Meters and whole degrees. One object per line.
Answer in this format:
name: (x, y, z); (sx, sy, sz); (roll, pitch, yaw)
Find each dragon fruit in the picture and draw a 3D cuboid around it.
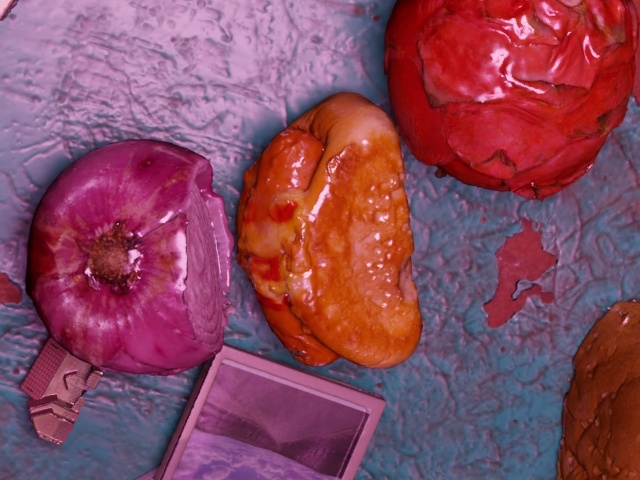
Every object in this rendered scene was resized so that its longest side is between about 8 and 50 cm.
dragon fruit: (0.170, -0.160, 1.250); (0.241, 0.252, 0.241); (-2, 80, 10)

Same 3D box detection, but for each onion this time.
onion: (-0.176, 0.017, 1.262); (0.200, 0.200, 0.207); (-8, 117, -9)

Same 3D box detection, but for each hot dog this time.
hot dog: (0.000, 0.000, 1.303); (0.153, 0.150, 0.257); (-12, 108, -15)

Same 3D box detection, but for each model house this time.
model house: (-0.252, 0.141, 1.331); (0.058, 0.057, 0.083); (30, 97, -20)

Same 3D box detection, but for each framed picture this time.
framed picture: (-0.067, 0.242, 1.382); (0.189, 0.023, 0.260); (22, 96, -16)

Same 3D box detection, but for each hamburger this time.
hamburger: (0.335, 0.215, 1.378); (0.132, 0.211, 0.309); (7, 99, -17)

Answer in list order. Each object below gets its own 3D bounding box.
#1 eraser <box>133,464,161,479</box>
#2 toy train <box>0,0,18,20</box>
eraser: (-0.122, 0.262, 1.397); (0.150, 0.023, 0.104); (-28, 105, -3)
toy train: (-0.325, -0.183, 1.247); (0.081, 0.060, 0.202); (35, 94, -22)
